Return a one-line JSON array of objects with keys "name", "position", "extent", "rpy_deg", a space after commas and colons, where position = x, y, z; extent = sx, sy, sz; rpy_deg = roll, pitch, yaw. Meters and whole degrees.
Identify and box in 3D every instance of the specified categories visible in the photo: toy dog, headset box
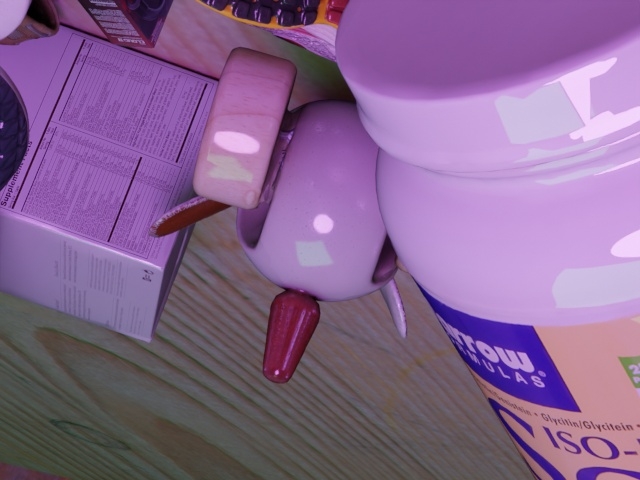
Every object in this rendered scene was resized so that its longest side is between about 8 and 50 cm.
[{"name": "toy dog", "position": [0.000, 0.000, 0.858], "extent": [0.220, 0.161, 0.334], "rpy_deg": [20, 179, 17]}, {"name": "headset box", "position": [-0.111, -0.155, 0.826], "extent": [0.032, 0.062, 0.083], "rpy_deg": [9, 157, 25]}]

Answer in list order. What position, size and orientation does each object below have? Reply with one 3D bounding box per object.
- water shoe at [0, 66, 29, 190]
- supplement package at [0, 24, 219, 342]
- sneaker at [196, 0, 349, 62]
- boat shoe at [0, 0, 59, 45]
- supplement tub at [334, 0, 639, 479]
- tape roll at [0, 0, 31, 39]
[{"name": "water shoe", "position": [-0.201, -0.082, 0.625], "extent": [0.080, 0.073, 0.203], "rpy_deg": [39, 175, 31]}, {"name": "supplement package", "position": [-0.190, -0.047, 1.044], "extent": [0.203, 0.149, 0.194], "rpy_deg": [20, 159, -3]}, {"name": "sneaker", "position": [0.013, -0.137, 0.765], "extent": [0.225, 0.088, 0.093], "rpy_deg": [23, -173, -24]}, {"name": "boat shoe", "position": [-0.194, -0.171, 0.871], "extent": [0.072, 0.068, 0.190], "rpy_deg": [5, 169, 0]}, {"name": "supplement tub", "position": [0.171, 0.002, 0.642], "extent": [0.241, 0.241, 0.331], "rpy_deg": [-1, 133, 43]}, {"name": "tape roll", "position": [-0.209, -0.213, 0.605], "extent": [0.246, 0.169, 0.246], "rpy_deg": [17, 160, 6]}]
